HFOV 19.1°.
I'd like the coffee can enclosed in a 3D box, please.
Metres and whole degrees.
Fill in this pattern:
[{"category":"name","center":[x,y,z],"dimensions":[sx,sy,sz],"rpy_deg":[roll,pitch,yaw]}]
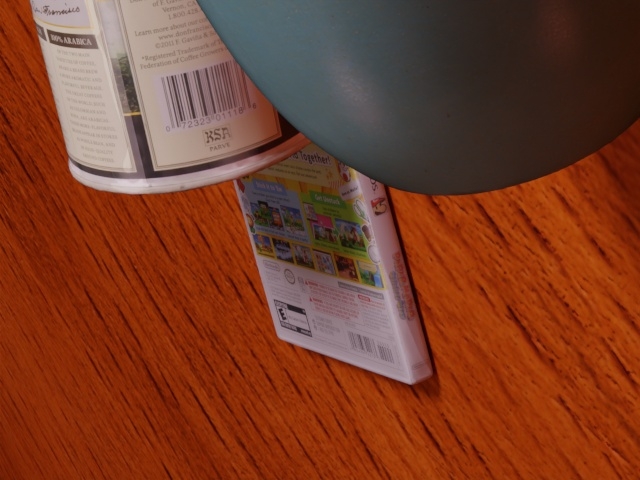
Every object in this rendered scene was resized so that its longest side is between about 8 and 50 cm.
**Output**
[{"category":"coffee can","center":[-0.118,-0.198,1.390],"dimensions":[0.201,0.202,0.275],"rpy_deg":[27,134,54]}]

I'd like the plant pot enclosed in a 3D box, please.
[{"category":"plant pot","center":[0.064,-0.167,0.983],"dimensions":[0.293,0.293,0.235],"rpy_deg":[32,151,51]}]

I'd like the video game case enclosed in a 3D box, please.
[{"category":"video game case","center":[0.000,0.000,1.531],"dimensions":[0.227,0.026,0.206],"rpy_deg":[14,123,61]}]
